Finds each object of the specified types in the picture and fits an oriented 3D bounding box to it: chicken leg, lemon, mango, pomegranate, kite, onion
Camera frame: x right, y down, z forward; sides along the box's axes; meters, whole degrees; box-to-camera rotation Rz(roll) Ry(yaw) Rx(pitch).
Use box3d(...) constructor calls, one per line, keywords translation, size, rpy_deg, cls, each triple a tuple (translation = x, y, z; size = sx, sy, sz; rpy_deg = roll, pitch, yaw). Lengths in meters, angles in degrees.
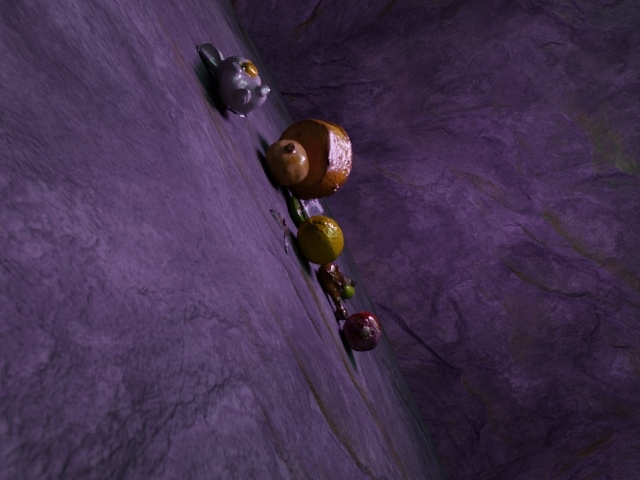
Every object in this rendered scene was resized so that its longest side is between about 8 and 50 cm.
box3d(translation=(0.055, 0.206, 1.764), size=(0.107, 0.087, 0.251), rpy_deg=(-6, 78, -64), cls="chicken leg")
box3d(translation=(0.000, -0.003, 1.625), size=(0.180, 0.181, 0.193), rpy_deg=(-95, 175, -70), cls="lemon")
box3d(translation=(0.134, 0.256, 2.157), size=(0.056, 0.073, 0.108), rpy_deg=(36, -11, 29), cls="mango")
box3d(translation=(-0.129, -0.313, 1.715), size=(0.196, 0.196, 0.196), rpy_deg=(-24, 90, -83), cls="pomegranate")
box3d(translation=(-0.119, -0.021, 1.497), size=(0.229, 0.012, 0.250), rpy_deg=(60, 11, -33), cls="kite")
box3d(translation=(0.158, 0.357, 1.729), size=(0.159, 0.159, 0.195), rpy_deg=(65, -9, -1), cls="onion")

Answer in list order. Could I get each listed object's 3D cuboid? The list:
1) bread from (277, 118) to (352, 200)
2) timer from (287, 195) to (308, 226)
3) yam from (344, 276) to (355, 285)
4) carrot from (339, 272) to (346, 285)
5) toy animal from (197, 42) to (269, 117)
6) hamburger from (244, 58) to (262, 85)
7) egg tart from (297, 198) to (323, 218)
box3d(translation=(-0.038, -0.365, 1.901), size=(0.204, 0.337, 0.358), rpy_deg=(22, 64, -67), cls="bread")
box3d(translation=(-0.094, -0.112, 1.825), size=(0.128, 0.047, 0.140), rpy_deg=(57, 11, -42), cls="timer")
box3d(translation=(0.163, 0.243, 2.484), size=(0.274, 0.061, 0.061), rpy_deg=(40, 27, -76), cls="yam")
box3d(translation=(0.084, 0.185, 2.076), size=(0.342, 0.070, 0.070), rpy_deg=(49, 18, -71), cls="carrot")
box3d(translation=(-0.286, -0.531, 1.439), size=(0.325, 0.154, 0.208), rpy_deg=(46, 19, 29), cls="toy animal")
box3d(translation=(-0.309, -0.639, 1.778), size=(0.210, 0.116, 0.173), rpy_deg=(63, 14, -50), cls="hamburger")
box3d(translation=(-0.054, -0.170, 2.124), size=(0.234, 0.094, 0.234), rpy_deg=(60, 11, -19), cls="egg tart")
